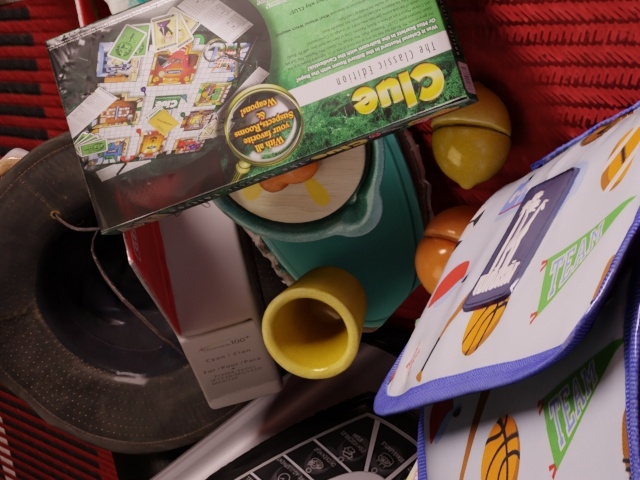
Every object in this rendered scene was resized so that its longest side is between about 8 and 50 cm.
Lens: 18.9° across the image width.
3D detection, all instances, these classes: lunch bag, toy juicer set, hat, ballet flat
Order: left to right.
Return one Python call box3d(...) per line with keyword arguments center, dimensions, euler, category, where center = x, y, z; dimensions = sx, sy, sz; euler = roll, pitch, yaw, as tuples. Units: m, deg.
box3d(center=(-0.160, 0.021, 1.731), dimensions=(0.331, 0.331, 0.134), euler=(62, -161, -21), category="hat")
box3d(center=(-0.043, -0.128, 1.392), dimensions=(0.409, 0.147, 0.147), euler=(58, 158, -10), category="ballet flat")
box3d(center=(0.011, -0.075, 1.256), dimensions=(0.209, 0.089, 0.329), euler=(-16, 108, 23), category="toy juicer set")
box3d(center=(0.182, 0.115, 1.065), dimensions=(0.328, 0.238, 0.386), euler=(148, 122, -69), category="lunch bag")

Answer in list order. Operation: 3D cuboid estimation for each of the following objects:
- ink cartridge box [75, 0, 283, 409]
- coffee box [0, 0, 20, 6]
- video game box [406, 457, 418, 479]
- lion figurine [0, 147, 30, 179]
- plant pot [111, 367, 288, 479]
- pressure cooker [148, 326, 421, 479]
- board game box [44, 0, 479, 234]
box3d(center=(-0.106, -0.058, 1.432), dimensions=(0.261, 0.066, 0.296), euler=(71, -176, -62), category="ink cartridge box")
box3d(center=(-0.289, -0.322, 1.591), dimensions=(0.141, 0.098, 0.246), euler=(6, 129, 62), category="coffee box")
box3d(center=(0.146, 0.167, 1.326), dimensions=(0.048, 0.205, 0.187), euler=(33, 174, -40), category="video game box")
box3d(center=(-0.223, 0.005, 1.909), dimensions=(0.240, 0.142, 0.392), euler=(46, 154, -3), category="lion figurine")
box3d(center=(-0.121, 0.148, 1.874), dimensions=(0.167, 0.188, 0.187), euler=(63, 159, 6), category="plant pot")
box3d(center=(-0.006, 0.324, 1.567), dimensions=(0.376, 0.420, 0.370), euler=(61, 158, -17), category="pressure cooker")
box3d(center=(-0.041, -0.107, 1.216), dimensions=(0.030, 0.259, 0.136), euler=(9, -116, -70), category="board game box")
